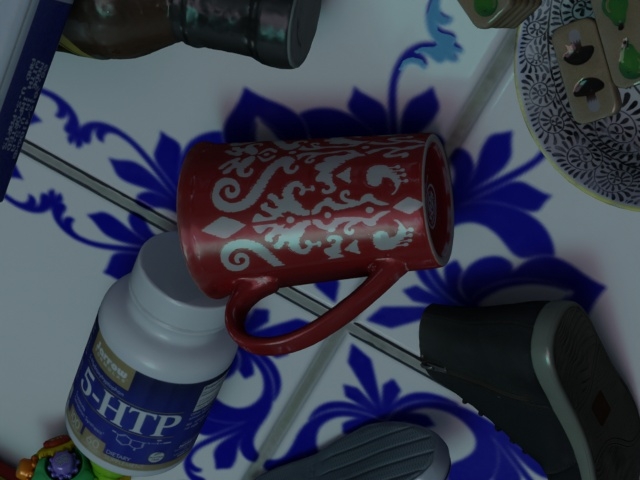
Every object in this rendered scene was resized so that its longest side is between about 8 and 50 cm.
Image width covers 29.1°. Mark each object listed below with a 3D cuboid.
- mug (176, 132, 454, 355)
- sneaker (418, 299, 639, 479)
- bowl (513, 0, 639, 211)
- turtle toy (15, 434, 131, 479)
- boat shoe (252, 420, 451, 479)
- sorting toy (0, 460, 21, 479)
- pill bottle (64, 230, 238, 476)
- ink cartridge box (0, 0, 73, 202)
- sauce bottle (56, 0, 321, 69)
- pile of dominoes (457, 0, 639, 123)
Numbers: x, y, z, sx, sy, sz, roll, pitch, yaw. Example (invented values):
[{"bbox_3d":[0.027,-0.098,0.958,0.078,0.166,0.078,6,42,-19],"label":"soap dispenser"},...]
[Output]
[{"bbox_3d":[0.003,-0.003,0.853,0.169,0.113,0.150,-5,94,18],"label":"mug"},{"bbox_3d":[0.160,0.124,0.916,0.118,0.083,0.222,5,132,40],"label":"sneaker"},{"bbox_3d":[0.206,-0.105,0.719,0.170,0.080,0.170,8,104,35],"label":"bowl"},{"bbox_3d":[-0.215,0.205,1.095,0.130,0.095,0.066,-13,95,26],"label":"turtle toy"},{"bbox_3d":[0.030,0.210,1.017,0.226,0.083,0.076,-21,125,42],"label":"boat shoe"},{"bbox_3d":[-0.325,0.326,1.207,0.257,0.089,0.255,30,127,-1],"label":"sorting toy"},{"bbox_3d":[-0.126,0.087,0.964,0.112,0.112,0.186,27,127,2],"label":"pill bottle"},{"bbox_3d":[-0.289,-0.229,0.740,0.330,0.071,0.324,25,101,12],"label":"ink cartridge box"},{"bbox_3d":[-0.172,-0.178,0.806,0.345,0.111,0.111,14,125,13],"label":"sauce bottle"},{"bbox_3d":[0.170,-0.204,0.653,0.251,0.040,0.196,-41,73,35],"label":"pile of dominoes"}]
